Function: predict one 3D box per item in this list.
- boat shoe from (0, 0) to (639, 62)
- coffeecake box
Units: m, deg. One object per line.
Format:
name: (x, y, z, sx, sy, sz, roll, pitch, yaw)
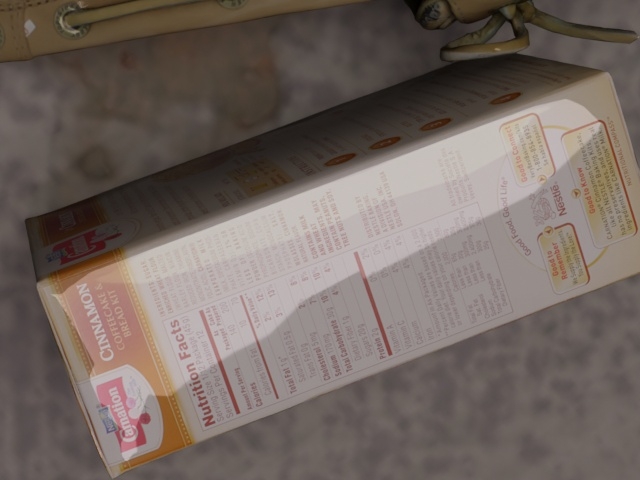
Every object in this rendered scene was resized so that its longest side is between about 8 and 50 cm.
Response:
boat shoe: (0.008, -0.104, 0.665, 0.285, 0.104, 0.089, 1, 103, 0)
coffeecake box: (0.000, 0.000, 0.651, 0.185, 0.142, 0.068, -20, 102, -6)
